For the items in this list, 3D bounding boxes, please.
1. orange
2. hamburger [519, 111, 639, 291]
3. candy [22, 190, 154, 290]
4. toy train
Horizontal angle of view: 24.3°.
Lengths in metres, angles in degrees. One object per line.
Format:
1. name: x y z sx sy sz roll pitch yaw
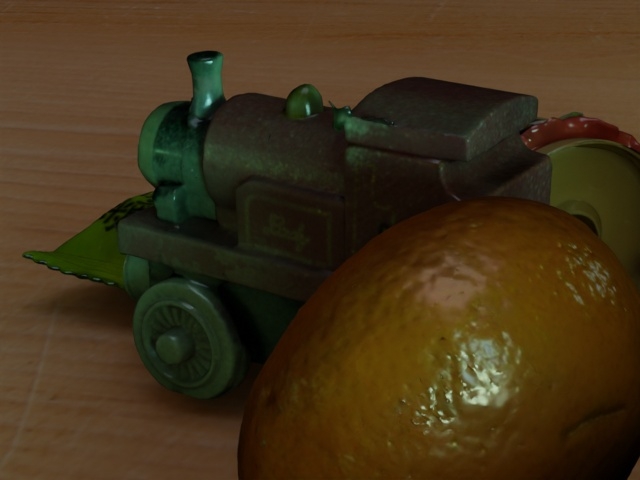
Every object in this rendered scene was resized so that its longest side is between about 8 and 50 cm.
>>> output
1. orange: 0.066 0.086 0.727 0.170 0.224 0.224 43 39 16
2. hamburger: 0.153 -0.013 1.047 0.175 0.175 0.137 -11 17 -23
3. candy: -0.097 -0.006 1.170 0.149 0.069 0.246 9 23 30
4. toy train: 0.000 0.000 0.938 0.304 0.221 0.150 13 26 30
